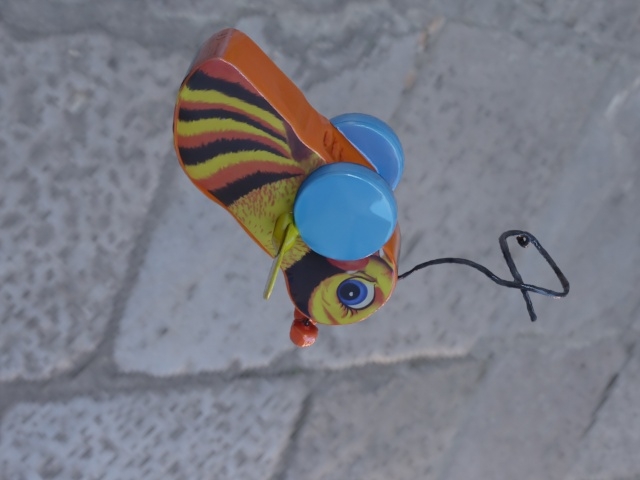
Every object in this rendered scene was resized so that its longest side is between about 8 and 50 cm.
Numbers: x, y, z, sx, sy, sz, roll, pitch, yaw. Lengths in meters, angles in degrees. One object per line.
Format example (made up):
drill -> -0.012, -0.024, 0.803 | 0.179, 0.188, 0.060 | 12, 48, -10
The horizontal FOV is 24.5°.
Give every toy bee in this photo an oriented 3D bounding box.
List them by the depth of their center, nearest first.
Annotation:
toy bee -> 0.000, 0.000, 1.038 | 0.162, 0.298, 0.195 | -47, 175, 27
